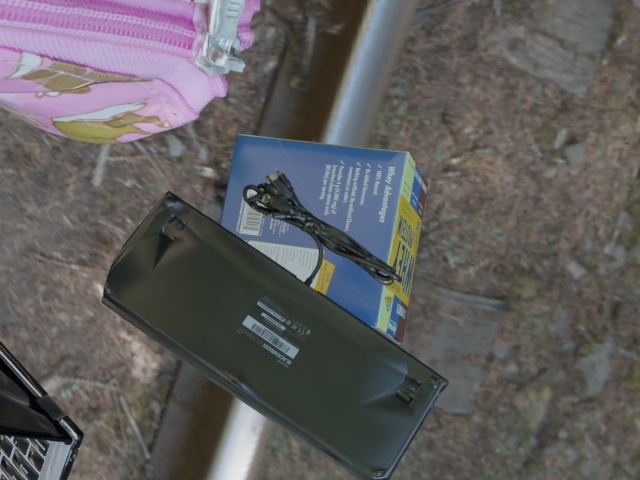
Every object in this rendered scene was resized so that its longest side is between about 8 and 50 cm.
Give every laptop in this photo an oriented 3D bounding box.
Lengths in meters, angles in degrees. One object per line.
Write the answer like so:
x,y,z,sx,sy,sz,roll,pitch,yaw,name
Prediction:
-0.435,0.131,1.075,0.236,0.382,0.408,-21,145,-47,laptop

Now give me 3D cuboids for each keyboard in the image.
-0.026,0.060,1.067,0.317,0.033,0.202,35,70,1,keyboard

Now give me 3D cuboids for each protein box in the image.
0.000,0.000,1.326,0.201,0.136,0.200,7,80,16,protein box

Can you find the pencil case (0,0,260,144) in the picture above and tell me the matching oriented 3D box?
-0.146,-0.102,0.296,0.167,0.386,0.160,-8,91,20,pencil case
